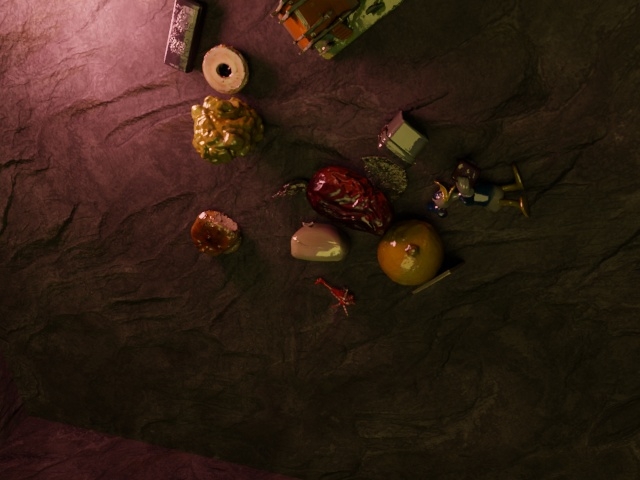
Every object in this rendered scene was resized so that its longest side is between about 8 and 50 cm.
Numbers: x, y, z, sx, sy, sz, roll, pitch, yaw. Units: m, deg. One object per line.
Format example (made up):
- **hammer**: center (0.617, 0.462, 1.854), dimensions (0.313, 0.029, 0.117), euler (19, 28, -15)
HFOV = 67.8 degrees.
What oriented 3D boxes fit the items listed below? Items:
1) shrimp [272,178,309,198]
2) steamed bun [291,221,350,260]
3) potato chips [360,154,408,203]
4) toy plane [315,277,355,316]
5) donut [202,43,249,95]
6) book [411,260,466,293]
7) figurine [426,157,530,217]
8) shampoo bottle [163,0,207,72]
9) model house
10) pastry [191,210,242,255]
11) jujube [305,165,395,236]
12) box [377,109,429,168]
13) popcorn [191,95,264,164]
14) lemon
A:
- **shrimp**: center (-0.118, -0.198, 1.876), dimensions (0.165, 0.056, 0.065), euler (-21, 120, 27)
- **steamed bun**: center (0.000, 0.000, 1.909), dimensions (0.239, 0.170, 0.152), euler (0, 101, 14)
- **potato chips**: center (0.222, -0.213, 1.798), dimensions (0.202, 0.029, 0.220), euler (22, 122, 0)
- **toy plane**: center (0.066, 0.233, 2.082), dimensions (0.194, 0.077, 0.126), euler (20, 120, 11)
- **donut**: center (-0.329, -0.603, 1.680), dimensions (0.174, 0.068, 0.174), euler (5, 122, 8)
- **book**: center (0.461, 0.141, 1.837), dimensions (0.170, 0.242, 0.018), euler (-36, 78, 29)
- **figurine**: center (0.515, -0.161, 1.668), dimensions (0.338, 0.204, 0.283), euler (-20, 140, 37)
- **shampoo bottle**: center (-0.457, -0.740, 1.628), dimensions (0.098, 0.071, 0.309), euler (25, 121, 2)
- **model house**: center (0.041, -0.677, 1.380), dimensions (0.358, 0.313, 0.242), euler (-25, 114, 33)
- **pastry**: center (-0.448, -0.029, 2.033), dimensions (0.218, 0.100, 0.229), euler (-12, 118, 20)
- **jujube**: center (0.115, -0.139, 1.729), dimensions (0.342, 0.216, 0.216), euler (33, 126, 24)
- **box**: center (0.278, -0.341, 1.604), dimensions (0.148, 0.210, 0.129), euler (37, 114, -9)
- **popcorn**: center (-0.344, -0.392, 1.702), dimensions (0.242, 0.250, 0.235), euler (5, 129, 13)
- **lemon**: center (0.335, 0.044, 1.776), dimensions (0.260, 0.284, 0.260), euler (2, 111, 6)
